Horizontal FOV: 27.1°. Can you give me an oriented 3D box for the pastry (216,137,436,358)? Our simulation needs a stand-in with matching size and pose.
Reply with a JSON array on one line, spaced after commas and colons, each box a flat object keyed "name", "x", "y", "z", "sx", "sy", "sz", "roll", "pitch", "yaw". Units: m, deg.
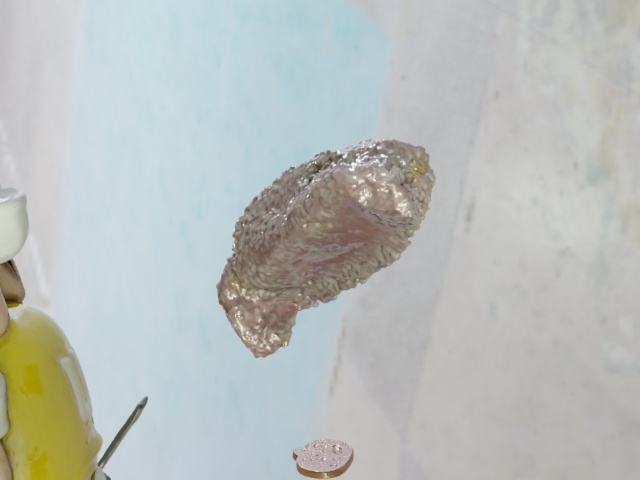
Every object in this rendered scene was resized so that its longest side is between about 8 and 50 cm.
[{"name": "pastry", "x": 0.000, "y": -0.009, "z": 1.103, "sx": 0.265, "sy": 0.102, "sz": 0.112, "roll": -41, "pitch": 29, "yaw": 44}]

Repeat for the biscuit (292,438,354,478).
[{"name": "biscuit", "x": 0.001, "y": 0.277, "z": 1.680, "sx": 0.091, "sy": 0.078, "sz": 0.015, "roll": -39, "pitch": -48, "yaw": -62}]

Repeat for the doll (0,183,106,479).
[{"name": "doll", "x": -0.299, "y": 0.124, "z": 1.257, "sx": 0.348, "sy": 0.161, "sz": 0.423, "roll": -100, "pitch": 3, "yaw": -47}]

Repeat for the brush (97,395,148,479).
[{"name": "brush", "x": -0.248, "y": 0.263, "z": 1.559, "sx": 0.190, "sy": 0.027, "sz": 0.034, "roll": -56, "pitch": 2, "yaw": 18}]
